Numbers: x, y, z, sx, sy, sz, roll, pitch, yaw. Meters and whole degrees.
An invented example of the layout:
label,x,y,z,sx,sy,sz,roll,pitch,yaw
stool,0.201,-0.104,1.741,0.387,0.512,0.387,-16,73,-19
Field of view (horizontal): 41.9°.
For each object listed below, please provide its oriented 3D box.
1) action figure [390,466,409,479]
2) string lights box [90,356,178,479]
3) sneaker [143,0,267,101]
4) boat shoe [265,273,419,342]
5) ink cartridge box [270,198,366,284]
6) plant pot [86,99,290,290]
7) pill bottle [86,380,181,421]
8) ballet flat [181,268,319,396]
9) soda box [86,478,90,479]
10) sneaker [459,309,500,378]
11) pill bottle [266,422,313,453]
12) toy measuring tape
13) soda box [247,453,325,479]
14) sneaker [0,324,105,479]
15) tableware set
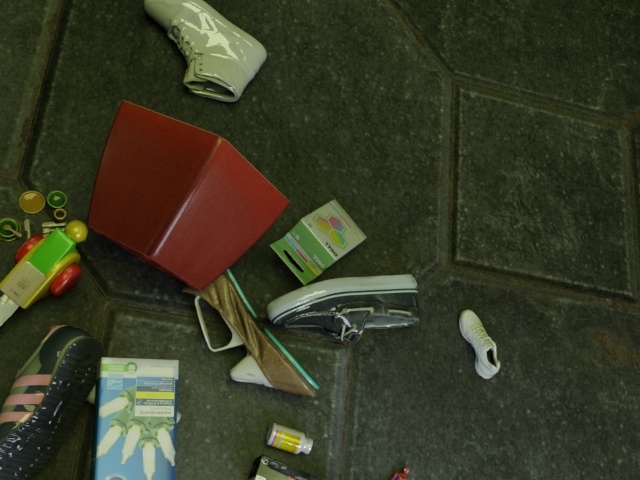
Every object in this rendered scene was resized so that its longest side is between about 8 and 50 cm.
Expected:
label,x,y,z,sx,sy,sz,roll,pitch,yaw
action figure,0.143,0.488,1.617,0.038,0.030,0.115,32,61,2
string lights box,-0.312,0.332,1.401,0.133,0.077,0.260,5,72,-20
sneaker,-0.274,-0.416,1.797,0.292,0.108,0.169,29,60,-7
boat shoe,0.059,0.143,1.674,0.335,0.121,0.119,-8,71,-22
ink cartridge box,0.000,0.000,1.694,0.109,0.062,0.209,50,33,5
plant pot,-0.266,-0.065,1.549,0.267,0.267,0.236,24,80,32
pill bottle,-0.337,0.302,1.498,0.160,0.087,0.087,35,63,-2
ballet flat,-0.149,0.188,1.605,0.124,0.116,0.342,-38,83,-7
soda box,-0.386,0.539,1.389,0.092,0.083,0.263,-12,73,-24
sneaker,0.344,0.214,1.775,0.053,0.061,0.152,-15,73,-21
pill bottle,-0.058,0.378,1.585,0.083,0.043,0.043,21,64,-9
toy measuring tape,-0.539,0.095,1.527,0.121,0.121,0.330,40,85,0
soda box,-0.047,0.455,1.548,0.168,0.060,0.053,25,62,-7
sneaker,-0.503,0.291,1.454,0.319,0.131,0.112,-55,135,-14
tableware set,-0.563,-0.050,1.601,0.154,0.024,0.104,-4,70,-19
